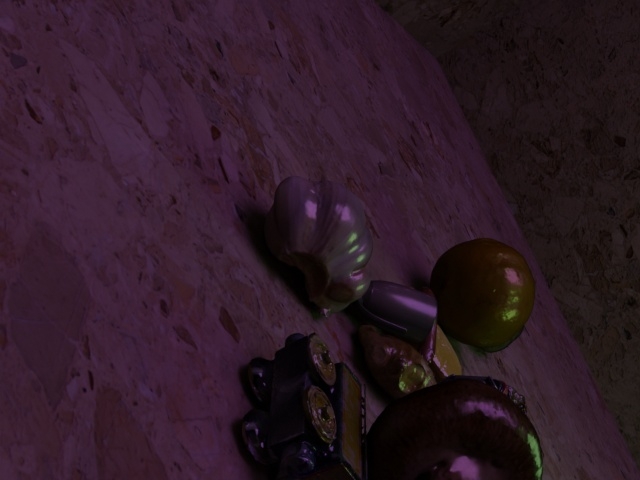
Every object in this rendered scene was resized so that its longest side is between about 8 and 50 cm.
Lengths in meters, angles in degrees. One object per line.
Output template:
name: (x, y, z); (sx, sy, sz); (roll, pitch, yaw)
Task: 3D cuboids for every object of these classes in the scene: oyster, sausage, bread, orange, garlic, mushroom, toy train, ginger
oyster: (0.518, 0.448, 2.397); (0.177, 0.056, 0.105); (60, 29, -10)
sausage: (0.224, 0.182, 1.900); (0.043, 0.043, 0.186); (41, 43, -39)
bread: (0.212, 0.221, 1.965); (0.245, 0.094, 0.102); (59, 31, 2)
orange: (0.398, 0.129, 2.256); (0.235, 0.279, 0.279); (9, 49, -30)
garlic: (0.010, -0.012, 1.693); (0.281, 0.185, 0.203); (47, 18, -29)
mushroom: (0.202, 0.375, 1.364); (0.356, 0.334, 0.330); (167, -71, -75)
toy train: (-0.021, 0.262, 1.347); (0.177, 0.134, 0.260); (56, 21, -31)
ginger: (0.159, 0.258, 1.780); (0.216, 0.102, 0.157); (44, -4, -19)

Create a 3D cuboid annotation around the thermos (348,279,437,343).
thermos: (0.132, 0.138, 1.822); (0.193, 0.105, 0.137); (23, 27, -18)

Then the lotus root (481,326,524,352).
lotus root: (0.495, 0.218, 2.508); (0.173, 0.173, 0.309); (63, 22, 9)

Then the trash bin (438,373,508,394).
trash bin: (0.321, 0.414, 1.849); (0.184, 0.161, 0.238); (-51, 122, -36)
